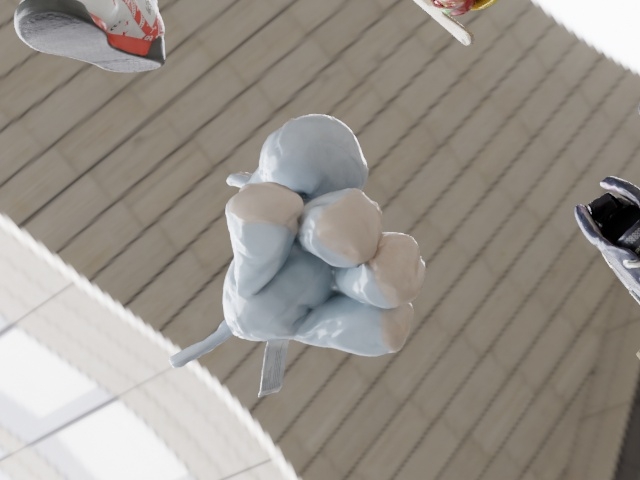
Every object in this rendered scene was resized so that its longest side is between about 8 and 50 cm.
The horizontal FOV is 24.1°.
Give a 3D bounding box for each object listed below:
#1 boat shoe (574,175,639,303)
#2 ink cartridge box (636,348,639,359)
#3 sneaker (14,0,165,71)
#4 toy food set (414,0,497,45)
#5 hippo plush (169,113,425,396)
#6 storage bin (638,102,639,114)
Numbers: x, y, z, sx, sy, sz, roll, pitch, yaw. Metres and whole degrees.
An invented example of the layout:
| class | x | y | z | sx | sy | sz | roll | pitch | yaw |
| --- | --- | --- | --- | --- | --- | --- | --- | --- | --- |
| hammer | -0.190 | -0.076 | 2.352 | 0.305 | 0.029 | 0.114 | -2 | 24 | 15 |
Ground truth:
| class | x | y | z | sx | sy | sz | roll | pitch | yaw |
| --- | --- | --- | --- | --- | --- | --- | --- | --- | --- |
| boat shoe | 0.418 | 0.054 | 1.755 | 0.158 | 0.127 | 0.340 | 37 | -172 | -37 |
| ink cartridge box | 0.571 | 0.206 | 2.095 | 0.235 | 0.088 | 0.193 | 33 | -173 | 0 |
| sneaker | -0.247 | -0.270 | 1.583 | 0.270 | 0.090 | 0.145 | 11 | -109 | -71 |
| toy food set | 0.131 | -0.294 | 1.500 | 0.071 | 0.218 | 0.128 | -17 | -123 | -36 |
| hippo plush | 0.000 | 0.000 | 1.657 | 0.234 | 0.294 | 0.236 | 19 | -139 | -5 |
| storage bin | 0.515 | -0.162 | 2.027 | 0.091 | 0.098 | 0.135 | 21 | -154 | -43 |
